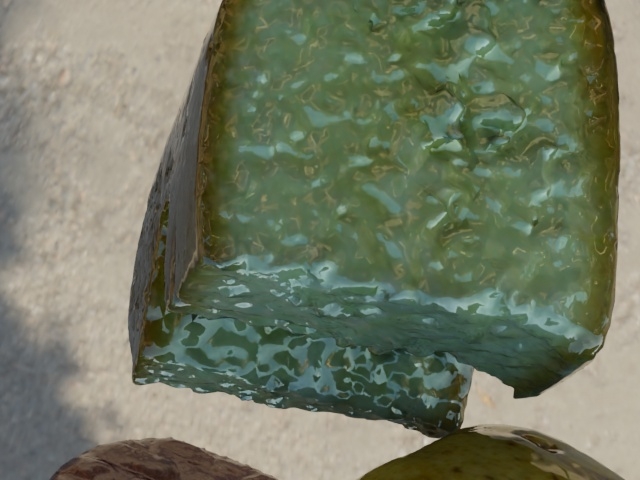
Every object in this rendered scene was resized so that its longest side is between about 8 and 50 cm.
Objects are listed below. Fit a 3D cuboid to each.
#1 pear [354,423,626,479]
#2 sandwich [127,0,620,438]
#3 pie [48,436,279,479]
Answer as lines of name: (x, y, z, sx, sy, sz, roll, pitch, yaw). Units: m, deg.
pear: (0.054, 0.149, 0.418, 0.178, 0.178, 0.178, 1, 121, 2)
sandwich: (0.000, 0.000, 0.481, 0.122, 0.128, 0.236, 9, 160, -12)
pie: (-0.102, 0.216, 0.987, 0.204, 0.218, 0.054, 26, 111, 19)
